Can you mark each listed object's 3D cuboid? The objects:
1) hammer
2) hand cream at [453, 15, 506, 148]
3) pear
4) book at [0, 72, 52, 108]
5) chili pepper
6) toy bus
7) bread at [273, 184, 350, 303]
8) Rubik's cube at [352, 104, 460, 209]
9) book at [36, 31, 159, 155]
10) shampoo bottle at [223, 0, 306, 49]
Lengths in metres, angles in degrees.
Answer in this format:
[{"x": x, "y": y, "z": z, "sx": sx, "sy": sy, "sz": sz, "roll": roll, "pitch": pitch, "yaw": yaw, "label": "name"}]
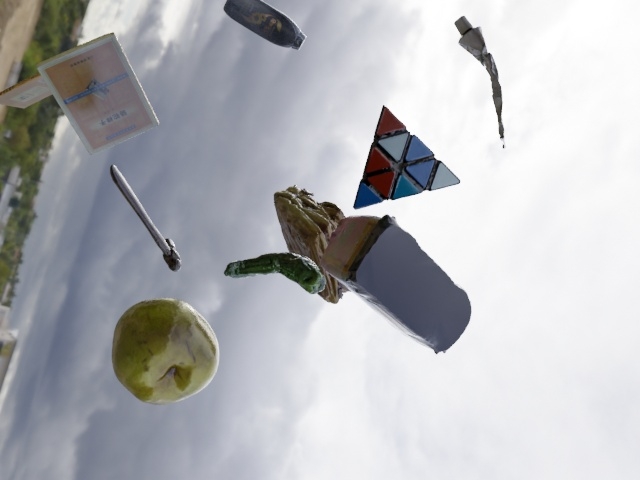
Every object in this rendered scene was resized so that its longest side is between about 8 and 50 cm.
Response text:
[{"x": -0.238, "y": -0.032, "z": 0.933, "sx": 0.021, "sy": 0.178, "sz": 0.065, "roll": -31, "pitch": -142, "yaw": -4, "label": "hammer"}, {"x": 0.309, "y": -0.300, "z": 1.298, "sx": 0.084, "sy": 0.050, "sz": 0.257, "roll": 13, "pitch": 58, "yaw": -77, "label": "hand cream"}, {"x": -0.286, "y": 0.197, "z": 1.270, "sx": 0.200, "sy": 0.199, "sz": 0.200, "roll": -47, "pitch": -148, "yaw": 44, "label": "pear"}, {"x": -0.700, "y": -0.363, "z": 1.690, "sx": 0.172, "sy": 0.118, "sz": 0.012, "roll": -19, "pitch": -94, "yaw": 19, "label": "book"}, {"x": -0.075, "y": 0.050, "z": 1.214, "sx": 0.050, "sy": 0.182, "sz": 0.073, "roll": 75, "pitch": 27, "yaw": -45, "label": "chili pepper"}, {"x": 0.173, "y": 0.094, "z": 1.548, "sx": 0.171, "sy": 0.386, "sz": 0.162, "roll": -55, "pitch": -144, "yaw": -9, "label": "toy bus"}, {"x": 0.000, "y": 0.000, "z": 2.012, "sx": 0.324, "sy": 0.167, "sz": 0.278, "roll": -133, "pitch": -157, "yaw": -58, "label": "bread"}, {"x": 0.152, "y": -0.225, "z": 1.731, "sx": 0.250, "sy": 0.234, "sz": 0.284, "roll": -33, "pitch": -133, "yaw": -14, "label": "Rubik's cube"}, {"x": -0.461, "y": -0.302, "z": 1.465, "sx": 0.018, "sy": 0.170, "sz": 0.242, "roll": 58, "pitch": -9, "yaw": 41, "label": "book"}, {"x": -0.150, "y": -0.601, "z": 1.909, "sx": 0.087, "sy": 0.233, "sz": 0.049, "roll": -56, "pitch": -171, "yaw": 22, "label": "shampoo bottle"}]
